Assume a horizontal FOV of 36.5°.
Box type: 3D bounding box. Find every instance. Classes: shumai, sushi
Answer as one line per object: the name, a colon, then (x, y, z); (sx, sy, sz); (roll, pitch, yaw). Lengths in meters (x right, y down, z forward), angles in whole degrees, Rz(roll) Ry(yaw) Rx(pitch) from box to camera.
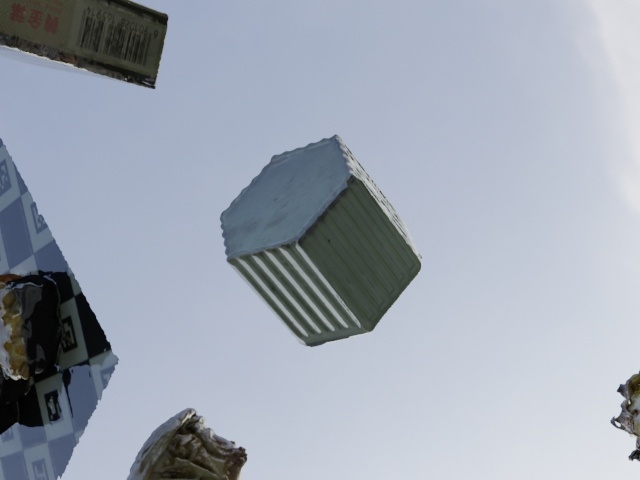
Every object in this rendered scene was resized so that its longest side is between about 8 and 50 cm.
shumai: (-0.138, 0.258, 1.055); (0.145, 0.116, 0.145); (-58, -15, -26)
sushi: (-0.290, 0.101, 0.830); (0.050, 0.264, 0.290); (-7, -38, -43)

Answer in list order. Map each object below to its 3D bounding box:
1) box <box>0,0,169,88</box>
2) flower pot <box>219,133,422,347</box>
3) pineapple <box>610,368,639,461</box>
box: (-0.318, -0.225, 0.930); (0.310, 0.198, 0.084); (6, -81, -59)
flower pot: (0.000, 0.000, 1.328); (0.209, 0.239, 0.189); (-33, -59, 11)
pineapple: (0.363, 0.154, 0.858); (0.221, 0.221, 0.047); (-30, -62, -14)
